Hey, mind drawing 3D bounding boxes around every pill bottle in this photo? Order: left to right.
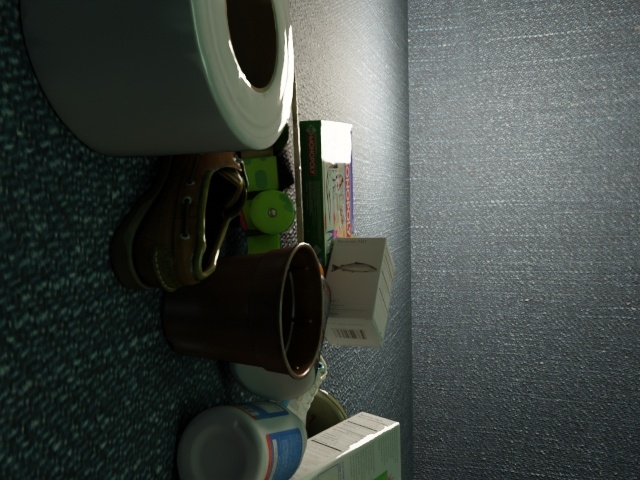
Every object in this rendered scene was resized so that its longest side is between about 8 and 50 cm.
[{"bbox_3d":[-0.093,0.289,0.798,0.221,0.124,0.125,38,53,-68],"label":"pill bottle"},{"bbox_3d":[-0.052,0.121,0.910,0.246,0.130,0.131,-75,158,-57],"label":"pill bottle"}]

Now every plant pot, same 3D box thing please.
[{"bbox_3d":[-0.097,0.087,0.722,0.167,0.165,0.167,-1,90,-74],"label":"plant pot"}]

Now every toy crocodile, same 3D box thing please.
[{"bbox_3d":[-0.095,-0.110,0.862,0.115,0.105,0.341,-133,-140,-86],"label":"toy crocodile"}]

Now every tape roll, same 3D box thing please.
[{"bbox_3d":[-0.143,-0.209,0.576,0.246,0.169,0.246,-1,90,-73],"label":"tape roll"}]

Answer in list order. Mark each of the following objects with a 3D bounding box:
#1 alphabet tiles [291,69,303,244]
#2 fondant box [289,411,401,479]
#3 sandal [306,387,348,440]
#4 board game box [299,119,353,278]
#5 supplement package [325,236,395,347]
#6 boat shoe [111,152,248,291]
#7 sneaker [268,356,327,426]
[{"bbox_3d":[-0.040,-0.137,0.975,0.343,0.011,0.285,-98,-174,-69],"label":"alphabet tiles"},{"bbox_3d":[0.012,0.468,0.979,0.330,0.096,0.239,-7,97,-47],"label":"fondant box"},{"bbox_3d":[-0.008,0.436,1.105,0.086,0.120,0.303,-1,91,-59],"label":"sandal"},{"bbox_3d":[0.018,-0.074,1.138,0.213,0.046,0.318,-27,116,-69],"label":"board game box"},{"bbox_3d":[0.070,0.094,1.061,0.105,0.105,0.179,67,29,-48],"label":"supplement package"},{"bbox_3d":[-0.136,-0.064,0.699,0.111,0.104,0.308,69,26,-49],"label":"boat shoe"},{"bbox_3d":[-0.039,0.261,1.035,0.087,0.092,0.229,-24,114,-73],"label":"sneaker"}]
